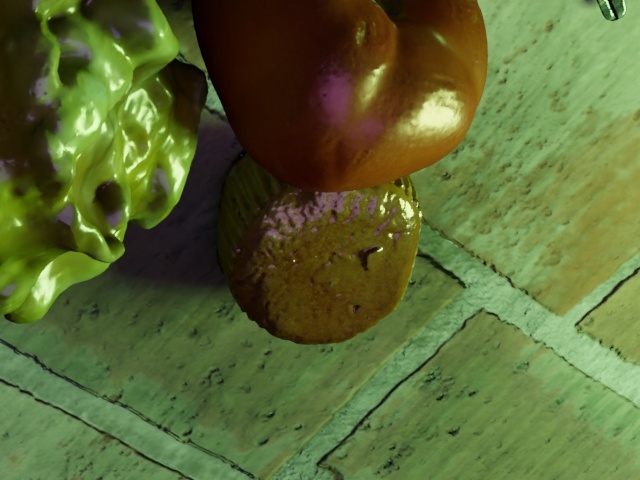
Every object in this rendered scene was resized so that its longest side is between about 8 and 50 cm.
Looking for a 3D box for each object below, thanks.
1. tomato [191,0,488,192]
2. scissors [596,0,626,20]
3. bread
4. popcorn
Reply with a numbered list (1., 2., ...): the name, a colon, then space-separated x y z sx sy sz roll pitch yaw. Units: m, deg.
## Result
1. tomato: 0.013 -0.154 1.497 0.260 0.259 0.180 19 140 -29
2. scissors: 0.206 -0.308 1.588 0.160 0.024 0.317 -27 129 0
3. bread: 0.001 0.000 1.696 0.199 0.104 0.199 -8 127 -10
4. popcorn: -0.242 -0.094 1.427 0.294 0.334 0.292 19 90 -3
